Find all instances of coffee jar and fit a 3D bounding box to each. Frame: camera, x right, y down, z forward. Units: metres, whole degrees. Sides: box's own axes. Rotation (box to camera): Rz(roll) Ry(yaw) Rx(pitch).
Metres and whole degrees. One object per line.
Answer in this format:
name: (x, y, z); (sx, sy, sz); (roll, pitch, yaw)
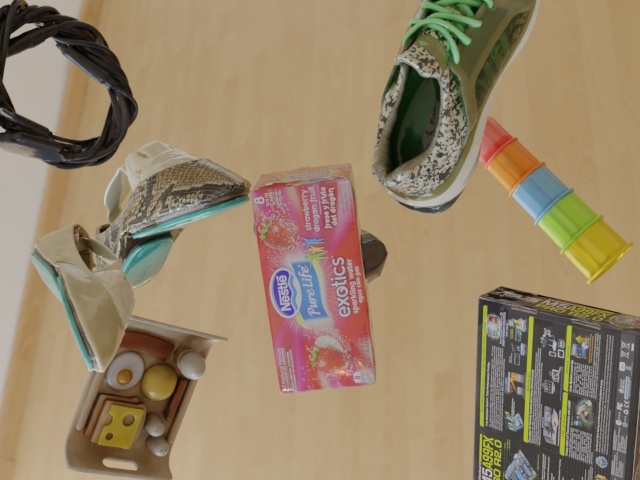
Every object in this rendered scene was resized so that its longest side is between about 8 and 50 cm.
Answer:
coffee jar: (0.000, 0.000, 1.167); (0.184, 0.096, 0.079); (33, 122, 30)

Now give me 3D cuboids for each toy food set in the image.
toy food set: (-0.319, 0.295, 1.542); (0.092, 0.219, 0.306); (26, 96, 54)

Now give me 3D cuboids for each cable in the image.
cable: (-0.256, -0.149, 0.813); (0.047, 0.184, 0.151); (-5, 80, 37)

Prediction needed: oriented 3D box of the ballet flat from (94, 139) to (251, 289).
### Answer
ballet flat: (-0.284, -0.057, 1.388); (0.483, 0.164, 0.182); (-32, 79, 53)

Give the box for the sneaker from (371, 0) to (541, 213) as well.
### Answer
sneaker: (0.154, -0.228, 0.991); (0.158, 0.182, 0.411); (16, 100, 19)

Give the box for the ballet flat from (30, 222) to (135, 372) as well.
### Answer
ballet flat: (-0.238, 0.047, 0.864); (0.086, 0.086, 0.248); (-58, 39, 6)

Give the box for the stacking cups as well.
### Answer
stacking cups: (0.354, -0.070, 1.351); (0.316, 0.096, 0.096); (47, 107, 19)

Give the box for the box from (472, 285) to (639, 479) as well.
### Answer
box: (0.294, 0.209, 1.020); (0.216, 0.060, 0.270); (12, 109, 43)

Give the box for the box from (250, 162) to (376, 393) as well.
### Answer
box: (-0.005, 0.043, 1.025); (0.122, 0.128, 0.257); (-7, 103, 4)
